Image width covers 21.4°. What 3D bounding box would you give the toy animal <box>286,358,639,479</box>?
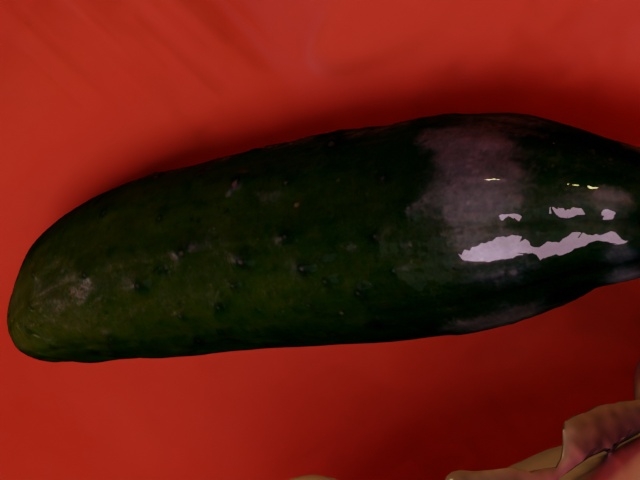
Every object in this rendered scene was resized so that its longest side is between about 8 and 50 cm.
[{"bbox_3d":[0.057,0.162,0.454,0.247,0.183,0.310,26,136,8],"label":"toy animal"}]

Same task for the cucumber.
[{"bbox_3d":[0.000,0.000,0.440,0.250,0.056,0.056,-9,122,37],"label":"cucumber"}]
